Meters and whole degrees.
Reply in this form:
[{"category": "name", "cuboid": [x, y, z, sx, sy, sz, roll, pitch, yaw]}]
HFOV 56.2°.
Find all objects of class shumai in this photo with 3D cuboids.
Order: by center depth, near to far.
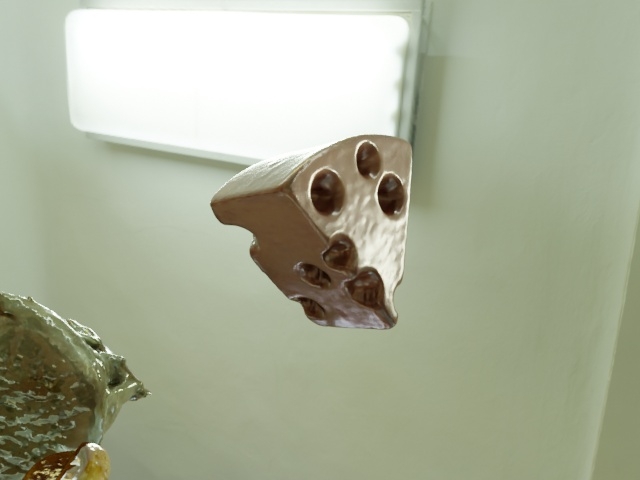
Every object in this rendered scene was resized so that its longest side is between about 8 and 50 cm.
[{"category": "shumai", "cuboid": [-0.258, 0.117, 0.541, 0.201, 0.120, 0.201, 3, -66, 6]}]

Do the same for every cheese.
[{"category": "cheese", "cuboid": [-0.013, -0.021, 0.606, 0.128, 0.177, 0.202, -3, -104, 45]}]

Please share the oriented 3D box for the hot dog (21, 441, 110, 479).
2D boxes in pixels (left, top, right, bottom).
[{"category": "hot dog", "cuboid": [-0.183, 0.200, 0.378, 0.072, 0.188, 0.055, -19, -72, 11]}]
